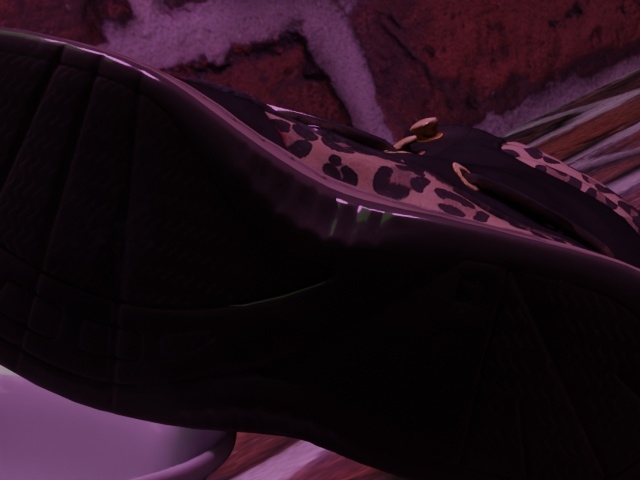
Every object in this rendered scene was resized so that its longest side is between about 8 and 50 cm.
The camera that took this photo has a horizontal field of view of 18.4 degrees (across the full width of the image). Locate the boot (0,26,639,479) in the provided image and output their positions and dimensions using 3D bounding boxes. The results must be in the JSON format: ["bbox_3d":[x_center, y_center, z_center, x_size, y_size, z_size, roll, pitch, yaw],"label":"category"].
[{"bbox_3d":[0.000,0.000,0.896,0.377,0.138,0.284,16,9,11],"label":"boot"}]

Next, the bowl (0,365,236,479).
[{"bbox_3d":[-0.186,0.129,0.821,0.298,0.134,0.298,5,7,-1],"label":"bowl"}]
